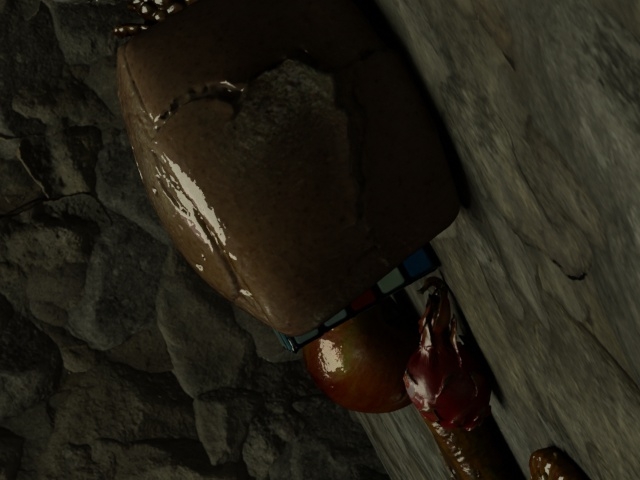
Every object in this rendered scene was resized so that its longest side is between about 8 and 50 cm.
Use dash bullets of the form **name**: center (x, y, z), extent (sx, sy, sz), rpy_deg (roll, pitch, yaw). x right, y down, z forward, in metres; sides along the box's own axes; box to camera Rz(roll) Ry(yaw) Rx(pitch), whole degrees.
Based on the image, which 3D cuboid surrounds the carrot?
- **carrot**: center (0.198, 0.277, 2.035), extent (0.260, 0.070, 0.070), rpy_deg (61, 174, -6)

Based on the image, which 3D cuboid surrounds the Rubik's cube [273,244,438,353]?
- **Rubik's cube**: center (0.000, 0.000, 1.868), extent (0.187, 0.182, 0.184), rpy_deg (61, 175, -1)

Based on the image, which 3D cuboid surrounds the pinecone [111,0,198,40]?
- **pinecone**: center (-0.150, -0.282, 1.914), extent (0.179, 0.150, 0.195), rpy_deg (5, 123, 28)

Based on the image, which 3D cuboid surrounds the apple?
- **apple**: center (0.058, 0.135, 2.211), extent (0.195, 0.160, 0.173), rpy_deg (49, 161, 2)

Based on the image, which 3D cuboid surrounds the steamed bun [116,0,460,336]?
- **steamed bun**: center (-0.028, -0.093, 1.464), extent (0.301, 0.251, 0.199), rpy_deg (56, 163, 11)

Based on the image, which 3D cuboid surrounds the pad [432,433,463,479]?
- **pad**: center (0.196, 0.302, 2.470), extent (0.287, 0.018, 0.284), rpy_deg (65, 174, -25)

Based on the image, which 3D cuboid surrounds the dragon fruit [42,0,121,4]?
- **dragon fruit**: center (-0.145, -0.347, 1.462), extent (0.221, 0.204, 0.283), rpy_deg (7, 106, 50)

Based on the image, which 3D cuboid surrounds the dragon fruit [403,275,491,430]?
- **dragon fruit**: center (0.127, 0.127, 1.861), extent (0.094, 0.094, 0.190), rpy_deg (-130, 18, -64)

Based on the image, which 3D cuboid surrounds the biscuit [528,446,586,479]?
- **biscuit**: center (0.288, 0.343, 1.716), extent (0.305, 0.038, 0.305), rpy_deg (60, 174, 10)
